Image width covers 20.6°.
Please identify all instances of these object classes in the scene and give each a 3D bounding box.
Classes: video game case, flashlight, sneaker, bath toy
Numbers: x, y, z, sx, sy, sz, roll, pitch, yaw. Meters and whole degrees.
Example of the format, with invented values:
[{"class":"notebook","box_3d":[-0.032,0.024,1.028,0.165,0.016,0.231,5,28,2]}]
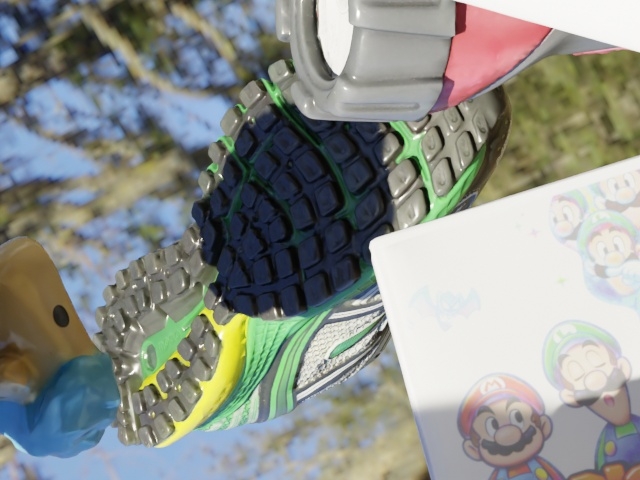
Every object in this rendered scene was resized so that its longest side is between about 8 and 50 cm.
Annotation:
[{"class":"video game case","box_3d":[0.106,0.040,0.544,0.019,0.157,0.143,62,-168,-62]},{"class":"flashlight","box_3d":[0.136,-0.104,0.806,0.103,0.304,0.103,-127,41,-54]},{"class":"sneaker","box_3d":[0.000,0.000,1.010,0.146,0.343,0.134,-4,-117,-38]},{"class":"bath toy","box_3d":[-0.232,0.092,0.654,0.129,0.151,0.348,46,-144,15]}]

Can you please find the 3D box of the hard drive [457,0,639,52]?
[{"class":"hard drive","box_3d":[0.136,-0.138,0.441,0.040,0.318,0.210,-27,-52,-43]}]
